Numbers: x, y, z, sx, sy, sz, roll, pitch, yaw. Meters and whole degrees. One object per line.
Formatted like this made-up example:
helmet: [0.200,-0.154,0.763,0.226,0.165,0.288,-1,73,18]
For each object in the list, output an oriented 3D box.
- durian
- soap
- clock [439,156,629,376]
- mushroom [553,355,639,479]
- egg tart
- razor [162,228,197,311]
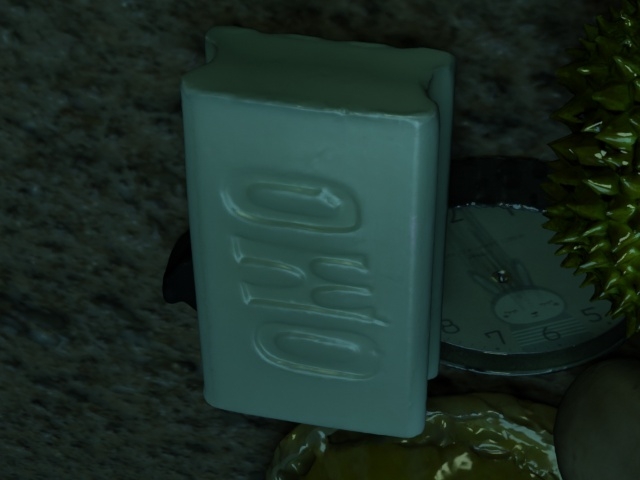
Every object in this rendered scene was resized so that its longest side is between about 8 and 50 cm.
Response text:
durian: [0.214,-0.039,0.819,0.176,0.200,0.237,17,149,32]
soap: [0.000,0.000,0.957,0.160,0.087,0.265,8,129,10]
clock: [0.130,0.025,1.055,0.215,0.042,0.215,6,143,5]
mushroom: [0.281,0.151,1.088,0.204,0.204,0.204,6,143,5]
egg tart: [0.118,0.292,1.277,0.388,0.169,0.388,8,130,10]
razor: [-0.043,0.039,1.100,0.148,0.054,0.090,28,135,-24]
